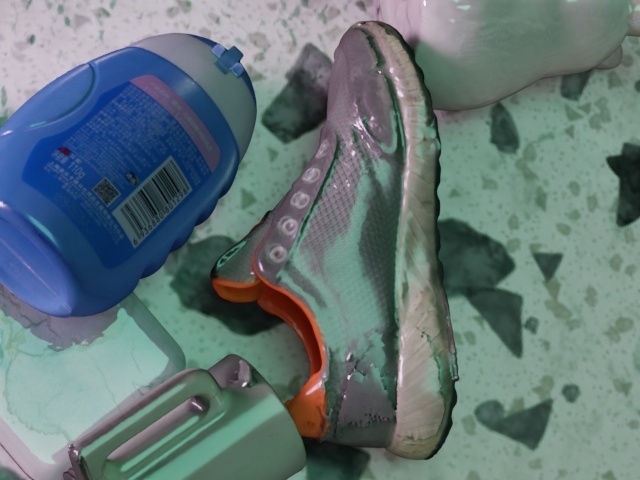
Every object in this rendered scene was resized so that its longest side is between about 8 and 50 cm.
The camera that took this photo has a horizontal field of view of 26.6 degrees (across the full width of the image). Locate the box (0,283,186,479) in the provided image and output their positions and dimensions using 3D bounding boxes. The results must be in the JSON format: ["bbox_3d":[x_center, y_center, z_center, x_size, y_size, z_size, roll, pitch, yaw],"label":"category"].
[{"bbox_3d":[-0.234,0.028,0.970,0.142,0.044,0.285,-41,89,-20],"label":"box"}]

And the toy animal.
[{"bbox_3d":[0.181,-0.195,1.123,0.282,0.140,0.138,-16,88,-18],"label":"toy animal"}]

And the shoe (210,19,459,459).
[{"bbox_3d":[0.000,0.000,1.019,0.171,0.132,0.337,-2,78,-9],"label":"shoe"}]

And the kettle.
[{"bbox_3d":[-0.093,0.153,0.932,0.148,0.127,0.098,-31,81,-24],"label":"kettle"}]

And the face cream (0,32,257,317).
[{"bbox_3d":[-0.138,-0.064,0.977,0.149,0.083,0.264,48,49,-8],"label":"face cream"}]
